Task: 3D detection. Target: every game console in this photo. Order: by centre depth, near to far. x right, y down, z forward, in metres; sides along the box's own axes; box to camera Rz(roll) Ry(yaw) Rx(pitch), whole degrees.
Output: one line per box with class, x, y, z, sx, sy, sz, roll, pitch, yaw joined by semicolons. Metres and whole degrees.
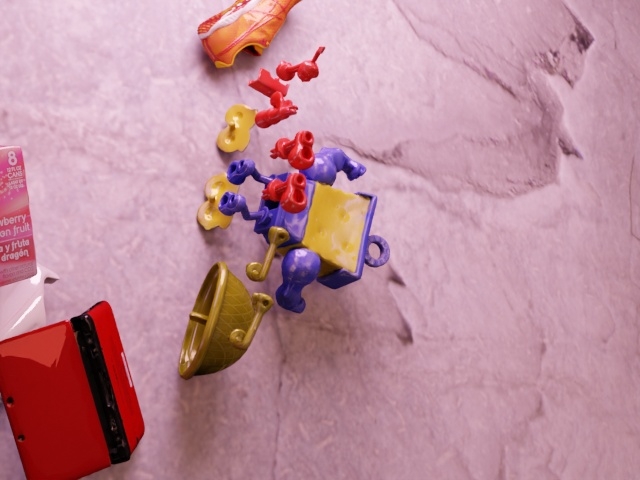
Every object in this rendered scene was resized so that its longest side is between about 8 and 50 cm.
game console;-0.232;0.142;0.900;0.085;0.124;0.144;-13;97;3

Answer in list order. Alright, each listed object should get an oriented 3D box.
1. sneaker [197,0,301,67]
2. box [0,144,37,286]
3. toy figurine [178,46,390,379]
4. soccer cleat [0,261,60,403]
sneaker;-0.077;-0.263;1.158;0.175;0.064;0.067;-40;118;-31
box;-0.372;-0.005;0.766;0.257;0.128;0.123;-20;111;-53
toy figurine;0.000;0.000;1.044;0.217;0.191;0.363;25;63;-30
soccer cleat;-0.291;0.104;0.885;0.076;0.068;0.196;22;61;-30
